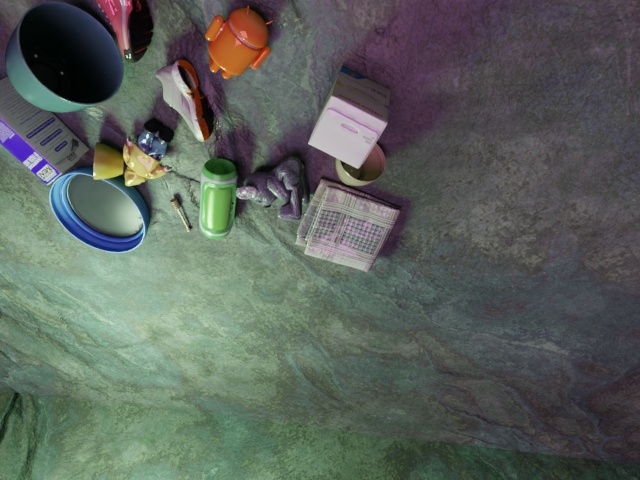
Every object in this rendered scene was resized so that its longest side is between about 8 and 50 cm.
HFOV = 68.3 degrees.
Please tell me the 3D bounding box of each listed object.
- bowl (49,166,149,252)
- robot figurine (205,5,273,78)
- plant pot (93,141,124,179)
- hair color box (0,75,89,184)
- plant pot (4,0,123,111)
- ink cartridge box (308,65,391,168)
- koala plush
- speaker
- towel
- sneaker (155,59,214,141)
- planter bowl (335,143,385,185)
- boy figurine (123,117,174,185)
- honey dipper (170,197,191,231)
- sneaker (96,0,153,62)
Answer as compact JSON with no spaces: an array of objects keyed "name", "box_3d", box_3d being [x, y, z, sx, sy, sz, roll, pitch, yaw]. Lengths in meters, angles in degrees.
[{"name":"bowl","box_3d":[-0.876,-0.121,1.891,0.392,0.077,0.390,6,130,7]},{"name":"robot figurine","box_3d":[-0.234,-0.567,1.352,0.158,0.128,0.219,46,125,-10]},{"name":"plant pot","box_3d":[-0.766,-0.283,1.714,0.095,0.134,0.134,4,134,-22]},{"name":"hair color box","box_3d":[-1.007,-0.381,1.635,0.110,0.185,0.338,-26,119,29]},{"name":"plant pot","box_3d":[-0.791,-0.522,1.421,0.235,0.293,0.293,-7,129,39]},{"name":"ink cartridge box","box_3d":[0.089,-0.362,1.378,0.171,0.232,0.168,25,129,-8]},{"name":"koala plush","box_3d":[-0.167,-0.187,1.622,0.222,0.196,0.203,0,117,13]},{"name":"speaker","box_3d":[-0.376,-0.148,1.728,0.131,0.131,0.296,15,130,0]},{"name":"towel","box_3d":[0.090,-0.044,1.733,0.325,0.056,0.312,19,124,-6]},{"name":"sneaker","box_3d":[-0.439,-0.444,1.529,0.121,0.099,0.262,-2,121,24]},{"name":"planter bowl","box_3d":[0.115,-0.244,1.536,0.162,0.162,0.109,27,156,-10]},{"name":"boy figurine","box_3d":[-0.619,-0.291,1.687,0.177,0.092,0.285,32,129,-14]},{"name":"honey dipper","box_3d":[-0.549,-0.097,1.873,0.031,0.030,0.160,-5,131,16]},{"name":"sneaker","box_3d":[-0.582,-0.682,1.362,0.136,0.116,0.313,13,124,15]}]
